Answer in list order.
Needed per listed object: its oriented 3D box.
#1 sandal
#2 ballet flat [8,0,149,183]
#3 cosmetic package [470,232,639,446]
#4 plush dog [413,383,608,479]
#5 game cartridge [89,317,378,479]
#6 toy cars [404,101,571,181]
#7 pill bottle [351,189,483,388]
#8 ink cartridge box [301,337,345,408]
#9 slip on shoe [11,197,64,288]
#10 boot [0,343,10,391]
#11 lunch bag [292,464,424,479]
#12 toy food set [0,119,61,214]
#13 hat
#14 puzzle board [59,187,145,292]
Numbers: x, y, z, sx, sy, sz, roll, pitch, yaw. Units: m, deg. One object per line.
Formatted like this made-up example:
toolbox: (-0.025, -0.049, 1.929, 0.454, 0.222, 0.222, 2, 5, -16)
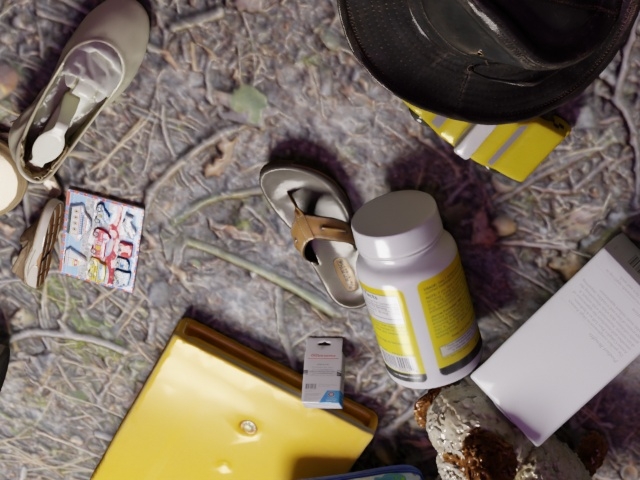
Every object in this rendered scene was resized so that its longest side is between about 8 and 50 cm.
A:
sandal: (0.000, 0.000, 1.733, 0.090, 0.060, 0.219, -15, 118, 20)
ballet flat: (-0.270, -0.160, 1.663, 0.086, 0.086, 0.248, 34, 118, -10)
cosmetic package: (0.294, 0.114, 1.700, 0.117, 0.085, 0.231, 48, 118, 9)
plush dog: (0.218, 0.262, 1.787, 0.210, 0.262, 0.225, -47, 118, -2)
game cartridge: (-0.121, 0.278, 1.952, 0.285, 0.053, 0.324, 28, 126, -7)
toy cars: (0.145, -0.216, 1.545, 0.176, 0.087, 0.394, -8, 120, 16)
pill bottle: (0.109, 0.055, 1.712, 0.119, 0.119, 0.208, -8, 121, 17)
ink cartridge box: (0.005, 0.163, 1.842, 0.048, 0.083, 0.028, 0, 159, 12)
slip on shoe: (-0.345, -0.001, 1.816, 0.041, 0.051, 0.135, 27, 133, 6)
boot: (-0.590, 0.217, 1.961, 0.284, 0.138, 0.377, 31, 129, -8)
lunch bag: (0.036, 0.366, 1.902, 0.219, 0.090, 0.176, -10, 138, 0)
toy food set: (-0.412, -0.085, 1.786, 0.192, 0.038, 0.132, -14, 125, 7)
hat: (0.185, -0.239, 1.423, 0.331, 0.134, 0.331, -6, 115, -13)
puzzle board: (-0.268, 0.002, 1.822, 0.096, 0.011, 0.128, 14, 124, 2)
